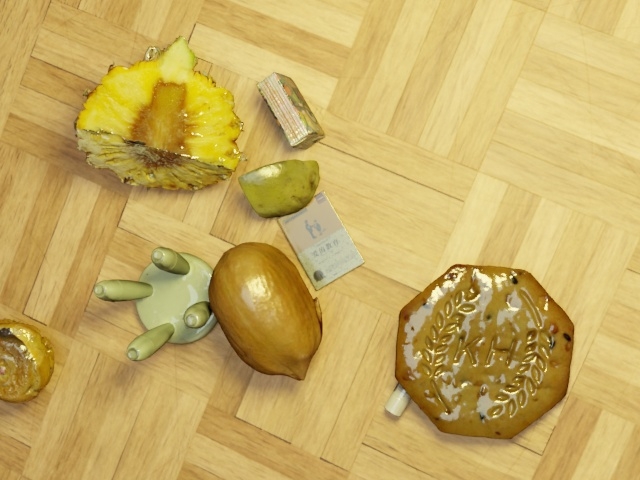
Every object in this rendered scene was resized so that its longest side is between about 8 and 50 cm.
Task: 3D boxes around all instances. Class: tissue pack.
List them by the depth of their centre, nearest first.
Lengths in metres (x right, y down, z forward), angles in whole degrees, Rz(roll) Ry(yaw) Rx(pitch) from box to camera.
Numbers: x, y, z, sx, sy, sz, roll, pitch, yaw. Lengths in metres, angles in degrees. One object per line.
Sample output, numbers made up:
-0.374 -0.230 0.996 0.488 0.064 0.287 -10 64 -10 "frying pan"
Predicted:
-0.058 -0.260 1.905 0.060 0.108 0.148 -31 83 13 "tissue pack"

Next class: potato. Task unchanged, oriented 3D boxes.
-0.075 -0.107 1.900 0.149 0.120 0.081 -27 73 12 "potato"

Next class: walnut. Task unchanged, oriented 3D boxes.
-0.109 0.147 1.883 0.203 0.203 0.298 -24 89 12 "walnut"

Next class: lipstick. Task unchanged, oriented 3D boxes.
0.178 0.283 1.897 0.040 0.040 0.141 31 98 10 "lipstick"

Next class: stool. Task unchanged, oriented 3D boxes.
-0.319 0.127 1.928 0.195 0.198 0.195 -30 86 13 "stool"

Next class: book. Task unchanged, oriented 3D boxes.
0.000 0.000 1.946 0.118 0.012 0.172 -31 84 11 "book"

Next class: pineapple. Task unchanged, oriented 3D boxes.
-0.319 -0.254 1.960 0.344 0.209 0.286 14 63 -11 "pineapple"

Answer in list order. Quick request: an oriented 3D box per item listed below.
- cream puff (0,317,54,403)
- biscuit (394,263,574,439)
-0.658 0.255 2.042 0.189 0.129 0.189 2 100 9 "cream puff"
0.315 0.215 1.841 0.359 0.046 0.359 0 91 4 "biscuit"
